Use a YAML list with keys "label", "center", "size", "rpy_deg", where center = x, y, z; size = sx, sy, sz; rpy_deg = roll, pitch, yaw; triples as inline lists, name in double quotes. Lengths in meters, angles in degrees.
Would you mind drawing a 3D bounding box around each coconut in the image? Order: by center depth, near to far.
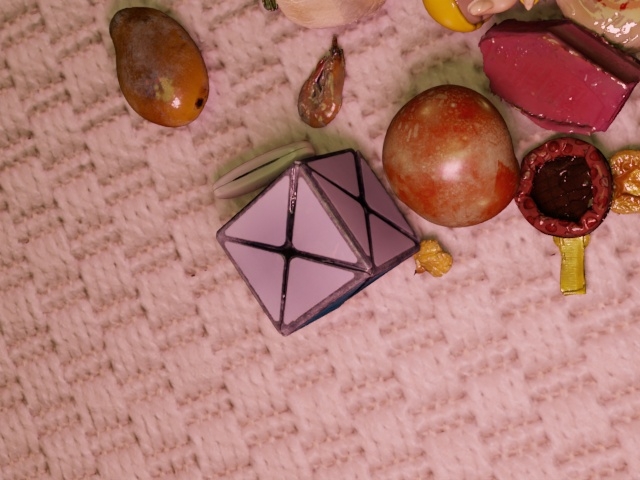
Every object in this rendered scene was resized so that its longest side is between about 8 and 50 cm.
- label: "coconut"
  center: [0.010, -0.537, 1.718]
  size: [0.247, 0.245, 0.245]
  rpy_deg: [9, 95, 35]

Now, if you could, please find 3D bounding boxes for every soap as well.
- label: "soap"
  center: [0.427, -0.314, 1.624]
  size: [0.289, 0.112, 0.182]
  rpy_deg: [38, 139, 15]

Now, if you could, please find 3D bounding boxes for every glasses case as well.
- label: "glasses case"
  center: [-0.120, -0.146, 1.846]
  size: [0.233, 0.092, 0.059]
  rpy_deg: [-25, 83, 15]

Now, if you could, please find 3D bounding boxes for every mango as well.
- label: "mango"
  center: [-0.352, -0.379, 1.884]
  size: [0.192, 0.146, 0.316]
  rpy_deg: [-38, 68, 14]

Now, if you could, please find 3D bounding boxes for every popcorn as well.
- label: "popcorn"
  center: [0.215, 0.042, 1.759]
  size: [0.084, 0.084, 0.084]
  rpy_deg: [1, 93, 16]

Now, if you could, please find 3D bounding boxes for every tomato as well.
- label: "tomato"
  center: [0.233, -0.146, 1.642]
  size: [0.222, 0.270, 0.270]
  rpy_deg: [-29, 84, -7]

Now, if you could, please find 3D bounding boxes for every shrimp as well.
- label: "shrimp"
  center: [0.007, -0.327, 1.827]
  size: [0.101, 0.042, 0.190]
  rpy_deg: [19, 99, 22]

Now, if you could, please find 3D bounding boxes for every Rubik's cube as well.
- label: "Rubik's cube"
  center: [0.000, 0.000, 1.703]
  size: [0.260, 0.259, 0.255]
  rpy_deg: [-40, 82, 32]

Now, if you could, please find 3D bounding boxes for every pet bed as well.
- label: "pet bed"
  center: [0.459, -0.101, 1.668]
  size: [0.201, 0.053, 0.201]
  rpy_deg: [-10, 74, 37]

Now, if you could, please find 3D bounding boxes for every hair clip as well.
- label: "hair clip"
  center: [0.487, 0.019, 1.695]
  size: [0.072, 0.046, 0.173]
  rpy_deg: [-6, 82, 15]

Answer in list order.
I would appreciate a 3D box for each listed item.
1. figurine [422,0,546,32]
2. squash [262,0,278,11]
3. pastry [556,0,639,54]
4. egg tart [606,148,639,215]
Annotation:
- label: "figurine"
  center: [0.340, -0.490, 1.597]
  size: [0.343, 0.215, 0.187]
  rpy_deg: [1, 131, 48]
- label: "squash"
  center: [-0.078, -0.637, 1.821]
  size: [0.080, 0.071, 0.319]
  rpy_deg: [22, 99, 11]
- label: "pastry"
  center: [0.555, -0.471, 1.613]
  size: [0.264, 0.133, 0.265]
  rpy_deg: [2, 95, 20]
- label: "egg tart"
  center: [0.582, -0.106, 1.659]
  size: [0.130, 0.052, 0.131]
  rpy_deg: [0, 92, 15]
